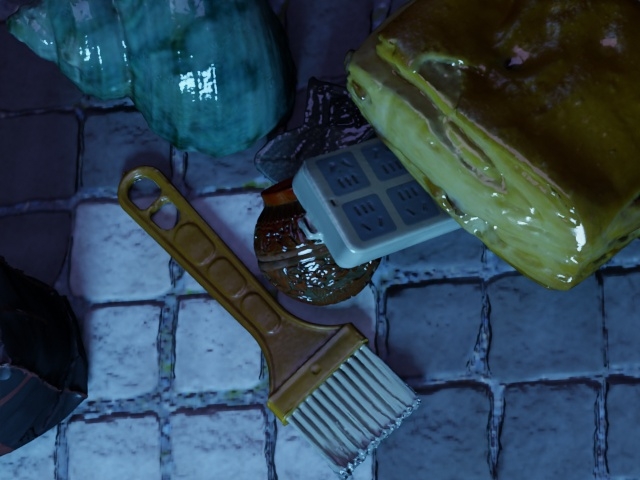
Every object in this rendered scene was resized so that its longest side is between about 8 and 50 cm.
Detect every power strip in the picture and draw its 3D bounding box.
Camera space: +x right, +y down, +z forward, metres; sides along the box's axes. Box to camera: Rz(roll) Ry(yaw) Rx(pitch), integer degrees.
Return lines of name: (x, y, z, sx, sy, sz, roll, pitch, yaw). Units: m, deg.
power strip: (0.069, -0.040, 1.394, 0.192, 0.035, 0.081, -19, 68, -30)

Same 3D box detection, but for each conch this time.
conch: (-0.133, -0.167, 1.497, 0.202, 0.134, 0.196, -7, 70, 14)

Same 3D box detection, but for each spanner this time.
spanner: (0.098, -0.119, 1.470, 0.325, 0.026, 0.093, -22, 69, 9)

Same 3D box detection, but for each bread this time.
bread: (0.159, -0.100, 1.363, 0.210, 0.099, 0.235, -37, 76, -23)

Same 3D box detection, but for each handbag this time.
handbag: (-0.296, 0.096, 1.445, 0.215, 0.169, 0.155, -20, 69, 10)

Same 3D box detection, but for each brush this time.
brush: (-0.055, 0.047, 1.471, 0.090, 0.017, 0.314, -44, 65, -3)

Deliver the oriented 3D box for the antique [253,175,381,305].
antique: (0.000, 0.000, 1.424, 0.104, 0.104, 0.104, -5, 71, 16)
